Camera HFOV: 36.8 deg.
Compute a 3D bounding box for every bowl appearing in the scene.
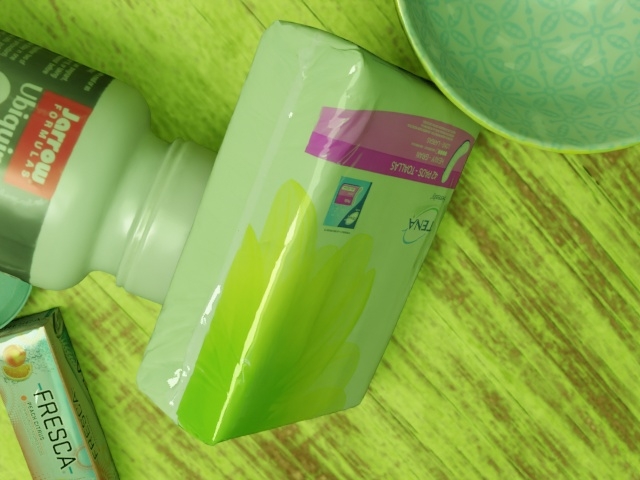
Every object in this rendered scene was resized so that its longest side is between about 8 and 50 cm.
[{"bbox_3d":[0.185,-0.220,0.746,0.290,0.156,0.289,-1,102,-3],"label":"bowl"}]

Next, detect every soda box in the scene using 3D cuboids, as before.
[{"bbox_3d":[-0.236,0.157,0.856,0.058,0.063,0.183,-15,103,0],"label":"soda box"}]

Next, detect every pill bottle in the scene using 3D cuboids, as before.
[{"bbox_3d":[-0.241,-0.066,0.751,0.319,0.176,0.176,22,100,-7],"label":"pill bottle"}]

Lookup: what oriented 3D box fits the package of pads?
[{"bbox_3d":[0.000,0.000,0.755,0.101,0.229,0.296,28,101,28],"label":"package of pads"}]

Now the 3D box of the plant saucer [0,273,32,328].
[{"bbox_3d":[-0.309,0.027,0.831,0.119,0.021,0.119,2,81,-13],"label":"plant saucer"}]
